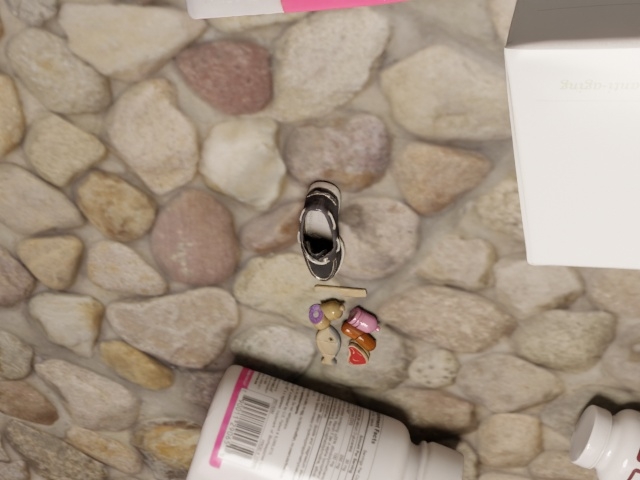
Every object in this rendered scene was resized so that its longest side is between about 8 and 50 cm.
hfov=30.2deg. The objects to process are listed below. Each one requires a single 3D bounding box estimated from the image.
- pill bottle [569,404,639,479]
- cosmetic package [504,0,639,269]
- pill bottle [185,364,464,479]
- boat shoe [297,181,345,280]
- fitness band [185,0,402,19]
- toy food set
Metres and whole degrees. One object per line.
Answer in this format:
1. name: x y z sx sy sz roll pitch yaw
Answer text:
1. pill bottle: 0.341 0.226 1.225 0.152 0.086 0.086 21 137 -2
2. cosmetic package: 0.228 -0.158 0.667 0.197 0.365 0.155 1 134 18
3. pill bottle: 0.005 0.256 1.321 0.283 0.160 0.160 19 137 1
4. boat shoe: 0.000 0.000 1.151 0.046 0.038 0.125 13 137 7
5. fitness band: 0.021 -0.204 0.808 0.291 0.209 0.054 3 114 28
6. toy food set: 0.027 0.098 1.255 0.078 0.019 0.122 4 135 16
